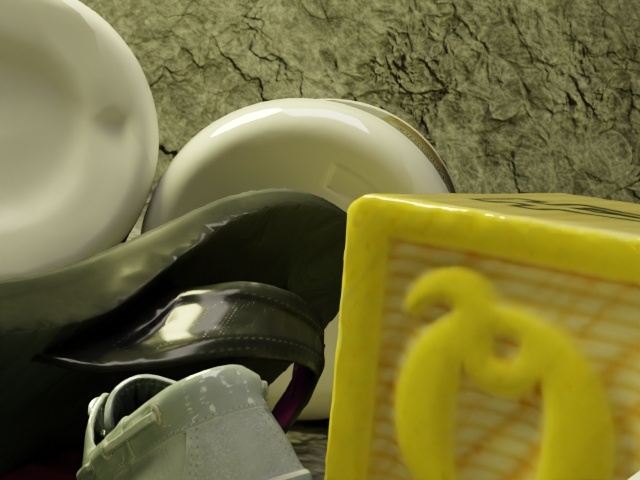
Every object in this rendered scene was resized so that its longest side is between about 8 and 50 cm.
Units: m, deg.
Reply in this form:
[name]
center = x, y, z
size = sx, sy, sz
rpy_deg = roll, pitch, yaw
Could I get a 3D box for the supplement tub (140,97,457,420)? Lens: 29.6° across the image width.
[supplement tub]
center = 0.000, 0.000, 0.969
size = 0.228, 0.228, 0.316
rpy_deg = 6, 7, 6

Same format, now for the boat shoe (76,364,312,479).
[boat shoe]
center = -0.060, 0.093, 0.502
size = 0.079, 0.081, 0.227
rpy_deg = -13, -10, -23

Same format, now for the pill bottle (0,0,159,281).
[pill bottle]
center = -0.257, -0.050, 0.984
size = 0.224, 0.224, 0.392
rpy_deg = 4, -7, -12

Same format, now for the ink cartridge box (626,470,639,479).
[ink cartridge box]
center = 0.210, 0.161, 0.261
size = 0.353, 0.119, 0.207
rpy_deg = 11, 9, 32

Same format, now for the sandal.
[sandal]
center = -0.100, 0.085, 0.624
size = 0.107, 0.167, 0.446
rpy_deg = 36, 30, 25

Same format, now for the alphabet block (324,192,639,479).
[alphabet block]
center = 0.137, 0.078, 0.605
size = 0.193, 0.192, 0.197
rpy_deg = 9, 8, 39
